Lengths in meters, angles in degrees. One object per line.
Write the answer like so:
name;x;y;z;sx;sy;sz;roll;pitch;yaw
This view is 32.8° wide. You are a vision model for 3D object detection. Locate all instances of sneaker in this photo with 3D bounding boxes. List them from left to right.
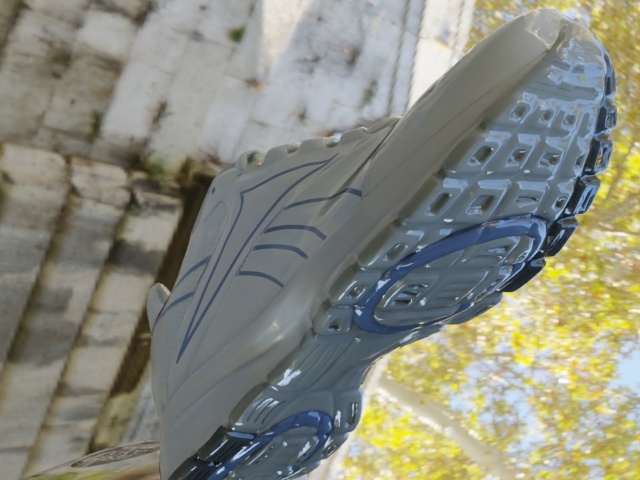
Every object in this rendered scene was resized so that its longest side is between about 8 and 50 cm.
sneaker;0.000;0.000;0.480;0.297;0.111;0.129;-44;-124;32

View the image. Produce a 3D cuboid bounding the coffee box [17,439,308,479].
coffee box;-0.216;0.439;1.315;0.337;0.334;0.338;-11;-90;41
